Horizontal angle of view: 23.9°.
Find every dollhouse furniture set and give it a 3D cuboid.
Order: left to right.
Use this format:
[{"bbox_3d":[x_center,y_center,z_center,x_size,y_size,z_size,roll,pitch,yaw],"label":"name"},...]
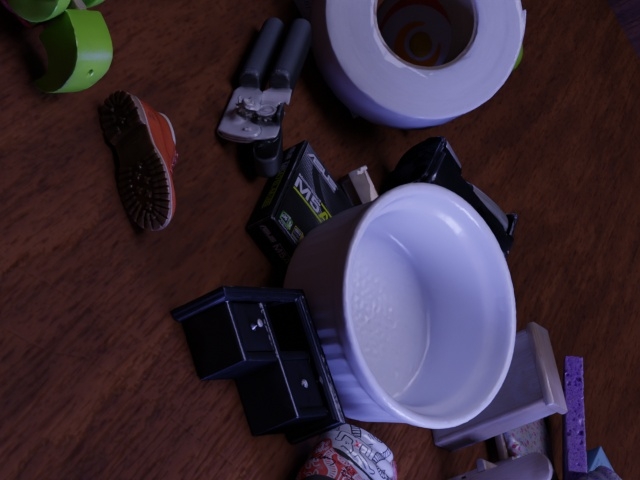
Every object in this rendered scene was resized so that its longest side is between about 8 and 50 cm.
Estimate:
[{"bbox_3d":[0.129,-0.031,1.940,0.101,0.161,0.182,-26,91,-20],"label":"dollhouse furniture set"},{"bbox_3d":[0.310,0.255,2.030,0.355,0.173,0.303,29,43,-48],"label":"dollhouse furniture set"}]

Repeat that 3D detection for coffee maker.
[{"bbox_3d":[0.179,-0.032,2.092,0.178,0.120,0.171,45,24,-24],"label":"coffee maker"}]

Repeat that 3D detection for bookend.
[{"bbox_3d":[-0.063,0.133,1.582,0.157,0.072,0.156,7,61,-58],"label":"bookend"}]

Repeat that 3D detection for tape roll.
[{"bbox_3d":[0.131,-0.297,2.069,0.286,0.286,0.100,63,-15,-1],"label":"tape roll"}]

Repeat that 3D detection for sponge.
[{"bbox_3d":[0.360,0.279,2.148,0.210,0.031,0.117,-81,169,-45],"label":"sponge"}]

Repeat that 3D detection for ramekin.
[{"bbox_3d":[0.085,0.081,1.738,0.277,0.135,0.277,10,74,-40],"label":"ramekin"}]

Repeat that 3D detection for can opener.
[{"bbox_3d":[-0.066,-0.186,1.877,0.280,0.074,0.093,-76,167,-50],"label":"can opener"}]

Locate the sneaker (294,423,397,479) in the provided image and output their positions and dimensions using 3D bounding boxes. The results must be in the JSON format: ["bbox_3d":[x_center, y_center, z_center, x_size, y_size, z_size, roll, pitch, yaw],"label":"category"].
[{"bbox_3d":[0.074,0.321,1.643,0.270,0.090,0.145,51,32,-18],"label":"sneaker"}]

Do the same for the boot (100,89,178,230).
[{"bbox_3d":[-0.173,-0.078,1.589,0.084,0.059,0.158,23,46,-59],"label":"boot"}]

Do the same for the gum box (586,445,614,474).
[{"bbox_3d":[0.427,0.421,2.238,0.184,0.041,0.157,62,27,-5],"label":"gum box"}]

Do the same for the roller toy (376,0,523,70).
[{"bbox_3d":[0.171,-0.287,2.236,0.191,0.209,0.146,56,26,13],"label":"roller toy"}]

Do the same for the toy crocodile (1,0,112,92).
[{"bbox_3d":[-0.313,-0.305,1.505,0.341,0.105,0.115,57,28,-4],"label":"toy crocodile"}]

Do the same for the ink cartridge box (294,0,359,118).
[{"bbox_3d":[0.036,-0.281,2.146,0.207,0.046,0.097,63,28,-2],"label":"ink cartridge box"}]

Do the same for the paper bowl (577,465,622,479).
[{"bbox_3d":[0.389,0.446,1.961,0.284,0.148,0.284,58,-2,4],"label":"paper bowl"}]

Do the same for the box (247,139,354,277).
[{"bbox_3d":[0.000,0.000,1.840,0.191,0.045,0.184,54,31,-20],"label":"box"}]
